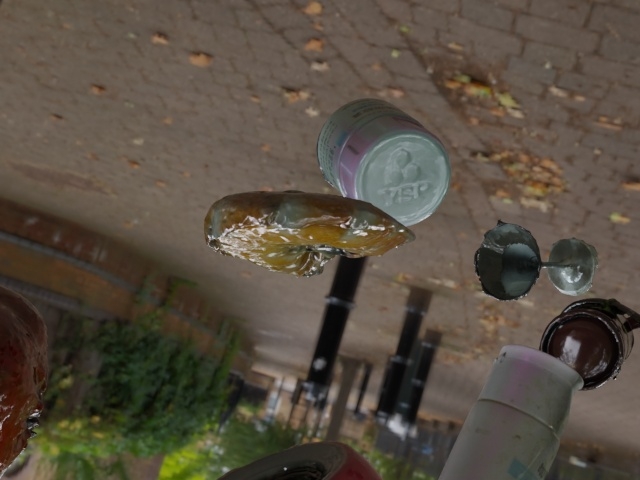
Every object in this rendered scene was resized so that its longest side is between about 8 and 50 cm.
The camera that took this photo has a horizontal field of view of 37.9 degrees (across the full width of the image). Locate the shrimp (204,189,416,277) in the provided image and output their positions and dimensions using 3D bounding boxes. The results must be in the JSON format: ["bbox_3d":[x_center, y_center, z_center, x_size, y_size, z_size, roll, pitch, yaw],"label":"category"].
[{"bbox_3d":[0.000,0.000,0.804,0.164,0.062,0.317,5,173,7],"label":"shrimp"}]

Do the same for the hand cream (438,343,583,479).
[{"bbox_3d":[0.098,0.223,0.665,0.070,0.312,0.111,10,155,43],"label":"hand cream"}]

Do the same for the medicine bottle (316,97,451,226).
[{"bbox_3d":[0.077,-0.098,1.157,0.135,0.135,0.168,21,-165,-21],"label":"medicine bottle"}]

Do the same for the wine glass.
[{"bbox_3d":[0.335,0.034,1.413,0.183,0.122,0.122,1,-177,-42],"label":"wine glass"}]

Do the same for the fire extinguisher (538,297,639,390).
[{"bbox_3d":[0.370,0.125,1.224,0.142,0.105,0.341,-17,173,20],"label":"fire extinguisher"}]

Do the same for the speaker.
[{"bbox_3d":[-0.048,0.399,1.243,0.294,0.294,0.294,16,170,3],"label":"speaker"}]

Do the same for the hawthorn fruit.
[{"bbox_3d":[-0.477,0.151,1.066,0.330,0.287,0.287,22,170,-9],"label":"hawthorn fruit"}]
